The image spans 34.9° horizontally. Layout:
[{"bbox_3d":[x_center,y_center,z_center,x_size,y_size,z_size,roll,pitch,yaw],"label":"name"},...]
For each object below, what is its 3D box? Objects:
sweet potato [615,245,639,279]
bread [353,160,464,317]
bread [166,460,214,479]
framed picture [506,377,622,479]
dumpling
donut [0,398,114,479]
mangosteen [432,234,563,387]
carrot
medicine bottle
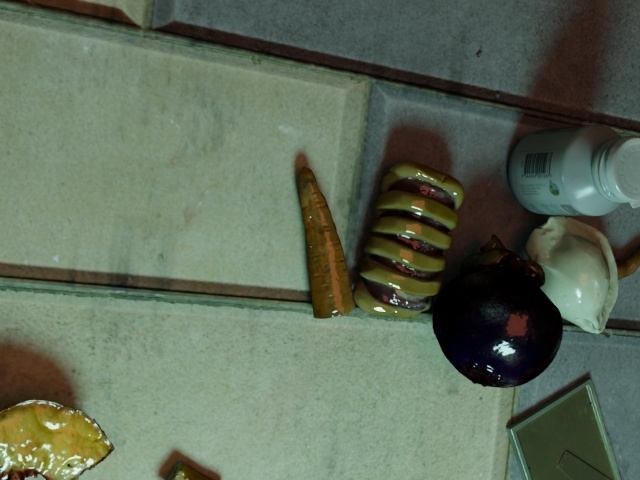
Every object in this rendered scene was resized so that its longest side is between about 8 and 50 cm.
[{"bbox_3d":[0.488,0.045,1.674,0.179,0.044,0.044,-16,100,-25],"label":"sweet potato"},{"bbox_3d":[0.132,0.004,1.457,0.134,0.081,0.225,17,84,-29],"label":"bread"},{"bbox_3d":[-0.165,0.328,1.340,0.083,0.036,0.047,36,60,-24],"label":"bread"},{"bbox_3d":[0.407,0.372,1.656,0.184,0.016,0.250,-26,105,-25],"label":"framed picture"},{"bbox_3d":[0.406,0.047,1.590,0.155,0.111,0.181,-52,135,-20],"label":"dumpling"},{"bbox_3d":[-0.367,0.263,1.202,0.217,0.085,0.141,-32,106,-24],"label":"donut"},{"bbox_3d":[0.261,0.100,1.482,0.194,0.194,0.230,31,58,-26],"label":"mangosteen"},{"bbox_3d":[0.000,0.000,1.406,0.061,0.061,0.209,-14,95,-27],"label":"carrot"},{"bbox_3d":[0.392,-0.103,1.515,0.135,0.215,0.135,-2,93,-28],"label":"medicine bottle"}]
